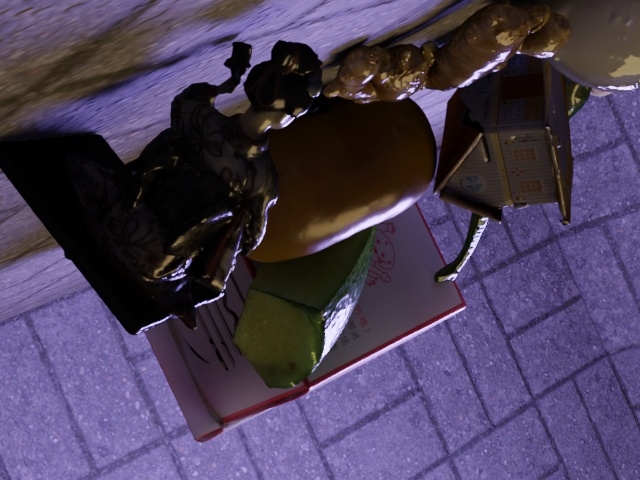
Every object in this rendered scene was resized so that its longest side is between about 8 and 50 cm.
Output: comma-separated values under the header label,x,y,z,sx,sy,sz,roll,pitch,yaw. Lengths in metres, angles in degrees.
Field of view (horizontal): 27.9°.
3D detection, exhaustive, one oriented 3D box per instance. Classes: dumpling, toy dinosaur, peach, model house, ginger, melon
label,x,y,z,sx,sy,sz,roll,pitch,yaw
dumpling,0.257,-0.202,1.182,0.111,0.181,0.155,-54,-156,23
toy dinosaur,0.274,-0.131,1.541,0.447,0.087,0.301,-34,138,8
peach,-0.003,-0.072,1.337,0.251,0.153,0.251,-17,-165,5
model house,0.184,-0.136,1.335,0.136,0.207,0.219,-6,-136,16
ginger,0.101,-0.161,1.121,0.193,0.052,0.176,-5,173,-22
melon,0.000,0.000,1.491,0.196,0.124,0.323,-55,-168,51

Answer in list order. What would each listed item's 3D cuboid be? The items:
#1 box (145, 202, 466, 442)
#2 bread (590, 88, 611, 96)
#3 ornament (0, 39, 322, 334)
label,x,y,z,sx,sy,sz,roll,pitch,yaw
box,-0.050,0.047,1.731,0.312,0.314,0.300,-24,177,-37
bread,0.470,-0.293,1.863,0.140,0.106,0.236,-22,178,-30
ornament,-0.069,-0.059,0.837,0.196,0.166,0.153,-40,175,19
